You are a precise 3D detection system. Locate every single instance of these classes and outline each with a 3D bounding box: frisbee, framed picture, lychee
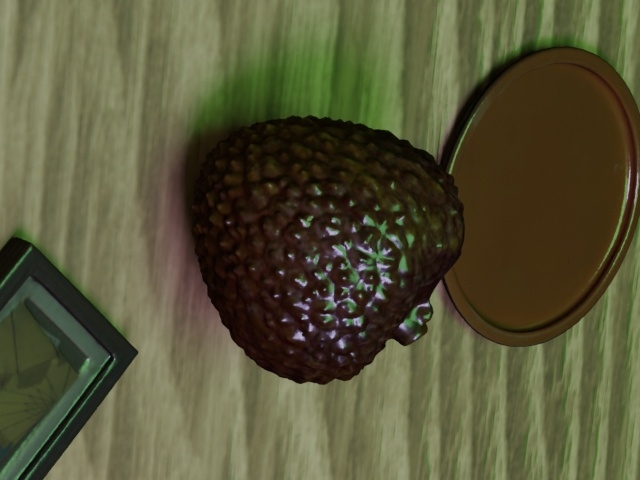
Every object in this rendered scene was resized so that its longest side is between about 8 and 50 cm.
[{"bbox_3d":[0.181,-0.035,1.596,0.251,0.021,0.250,-13,109,-40],"label":"frisbee"},{"bbox_3d":[-0.209,0.101,1.280,0.168,0.023,0.128,-54,131,-17],"label":"framed picture"},{"bbox_3d":[0.002,0.006,1.337,0.194,0.194,0.194,-14,111,-39],"label":"lychee"}]
